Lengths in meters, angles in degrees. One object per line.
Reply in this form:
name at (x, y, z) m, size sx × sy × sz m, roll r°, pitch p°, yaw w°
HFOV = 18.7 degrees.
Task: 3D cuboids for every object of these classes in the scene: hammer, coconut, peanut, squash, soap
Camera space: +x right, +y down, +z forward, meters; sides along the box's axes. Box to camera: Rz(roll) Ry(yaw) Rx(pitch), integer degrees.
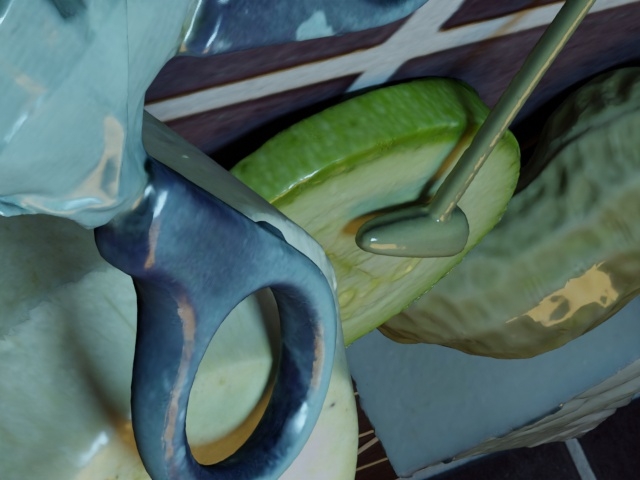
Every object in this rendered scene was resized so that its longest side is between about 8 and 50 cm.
hammer at (0.080, -0.064, 0.909) m, size 0.060 × 0.028 × 0.195 m, roll -1°, pitch 135°, yaw -40°
coconut at (-0.110, 0.058, 0.753) m, size 0.241 × 0.241 × 0.241 m, roll -22°, pitch 168°, yaw -5°
peanut at (0.148, -0.015, 1.109) m, size 0.298 × 0.136 × 0.120 m, roll -24°, pitch 180°, yaw 24°
squash at (0.003, 0.004, 0.997) m, size 0.219 × 0.041 × 0.219 m, roll -31°, pitch 157°, yaw -15°
soap at (0.171, 0.040, 1.336) m, size 0.257 × 0.159 × 0.302 m, roll -33°, pitch 166°, yaw 30°

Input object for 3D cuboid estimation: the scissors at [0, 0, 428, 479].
scissors at (-0.069, -0.045, 0.495) m, size 0.383 × 0.029 × 0.256 m, roll 9°, pitch 101°, yaw -60°
